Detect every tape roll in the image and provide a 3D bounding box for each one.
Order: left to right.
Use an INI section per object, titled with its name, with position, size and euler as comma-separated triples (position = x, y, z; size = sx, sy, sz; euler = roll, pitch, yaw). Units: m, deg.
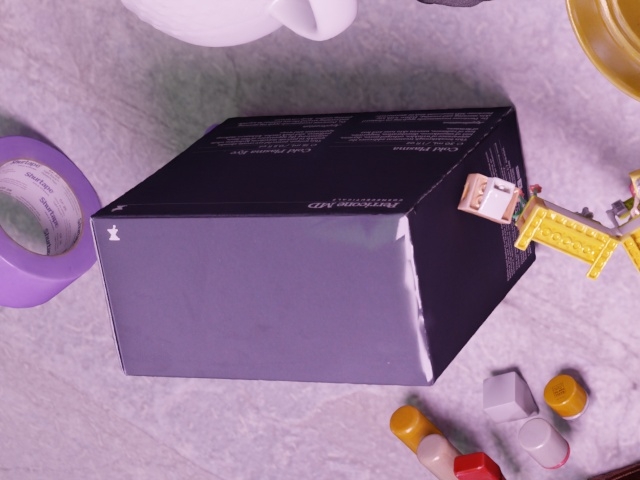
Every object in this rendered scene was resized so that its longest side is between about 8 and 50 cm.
[tape roll]
position = -0.350, -0.021, 2.233
size = 0.189, 0.189, 0.080
euler = 50, 131, -6

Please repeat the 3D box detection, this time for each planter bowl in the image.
[planter bowl]
position = 0.338, -0.233, 1.756
size = 0.217, 0.090, 0.217
euler = 20, 127, 29

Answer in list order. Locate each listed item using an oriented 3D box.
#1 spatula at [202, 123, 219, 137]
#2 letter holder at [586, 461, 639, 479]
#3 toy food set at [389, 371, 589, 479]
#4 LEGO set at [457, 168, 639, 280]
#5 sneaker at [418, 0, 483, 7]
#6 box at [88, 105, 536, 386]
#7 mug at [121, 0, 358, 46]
[spatula]
position = -0.013, -0.040, 2.127
size = 0.296, 0.030, 0.084
euler = 26, 124, 14
[letter holder]
position = 0.339, 0.393, 2.007
size = 0.152, 0.214, 0.302
euler = -25, 80, 38
[toy food set]
position = 0.200, 0.226, 2.131
size = 0.232, 0.111, 0.104
euler = -17, 140, 26
[LEGO set]
position = 0.270, -0.042, 1.858
size = 0.287, 0.107, 0.132
euler = -10, 118, -3
[sneaker]
position = 0.088, -0.300, 1.874
size = 0.217, 0.079, 0.121
euler = 31, 130, 9
[box]
position = 0.000, 0.000, 1.934
size = 0.343, 0.312, 0.179
euler = 0, 111, 26
[mug]
position = -0.094, -0.324, 1.793
size = 0.374, 0.276, 0.328
euler = 44, 166, 36
